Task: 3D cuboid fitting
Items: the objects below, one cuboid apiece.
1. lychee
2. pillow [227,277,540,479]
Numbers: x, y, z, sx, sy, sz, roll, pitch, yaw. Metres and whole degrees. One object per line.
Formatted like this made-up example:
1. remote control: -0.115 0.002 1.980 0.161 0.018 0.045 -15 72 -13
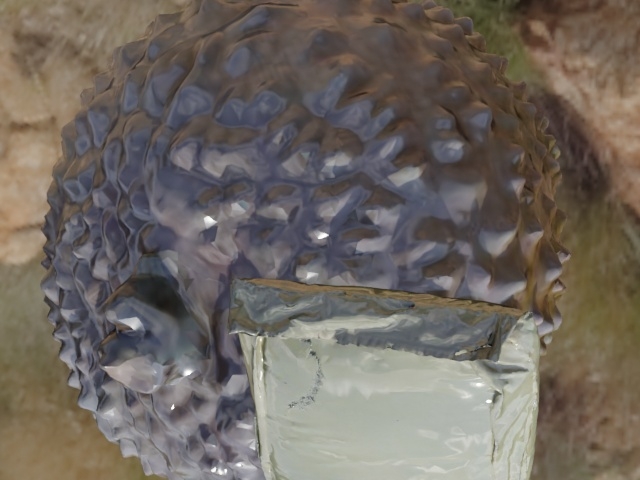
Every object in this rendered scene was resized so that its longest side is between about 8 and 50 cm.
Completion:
1. lychee: 0.000 0.000 0.958 0.380 0.432 0.380 15 116 33
2. pillow: 0.030 0.085 0.559 0.119 0.053 0.208 1 143 6
